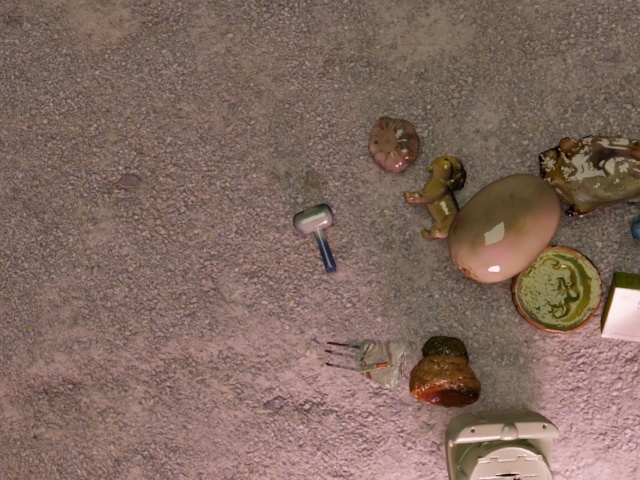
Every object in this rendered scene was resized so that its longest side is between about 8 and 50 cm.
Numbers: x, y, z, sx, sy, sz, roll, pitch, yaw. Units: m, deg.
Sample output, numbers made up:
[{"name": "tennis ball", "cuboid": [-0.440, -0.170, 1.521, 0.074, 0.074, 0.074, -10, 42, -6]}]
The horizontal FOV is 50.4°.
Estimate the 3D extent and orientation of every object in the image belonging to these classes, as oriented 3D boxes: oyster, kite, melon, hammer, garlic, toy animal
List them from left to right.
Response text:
[{"name": "hammer", "cuboid": [0.000, 0.000, 1.904, 0.116, 0.069, 0.194, -20, 83, 8]}, {"name": "kite", "cuboid": [0.119, 0.330, 1.851, 0.229, 0.016, 0.127, 6, 80, 13]}, {"name": "garlic", "cuboid": [0.206, -0.264, 1.879, 0.147, 0.102, 0.159, -49, 63, 16]}, {"name": "toy animal", "cuboid": [0.321, -0.113, 1.824, 0.168, 0.121, 0.233, -12, 84, -8]}, {"name": "melon", "cuboid": [0.456, -0.031, 1.701, 0.317, 0.223, 0.223, -44, 75, -9]}, {"name": "oyster", "cuboid": [0.751, -0.182, 1.749, 0.361, 0.096, 0.221, -13, 74, 10]}]

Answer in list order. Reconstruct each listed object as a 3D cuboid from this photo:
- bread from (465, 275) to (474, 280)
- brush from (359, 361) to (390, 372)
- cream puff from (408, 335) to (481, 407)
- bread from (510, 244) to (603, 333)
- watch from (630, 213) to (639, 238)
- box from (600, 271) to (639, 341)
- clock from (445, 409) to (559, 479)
[{"name": "bread", "cuboid": [0.422, 0.067, 1.814, 0.070, 0.035, 0.083, 1, 88, 13]}, {"name": "brush", "cuboid": [0.146, 0.339, 1.829, 0.083, 0.021, 0.019, -11, 78, 7]}, {"name": "cream puff", "cuboid": [0.322, 0.324, 1.748, 0.183, 0.183, 0.169, 1, 59, 13]}, {"name": "bread", "cuboid": [0.603, 0.122, 1.747, 0.236, 0.070, 0.236, -2, 82, 13]}, {"name": "watch", "cuboid": [0.880, 0.004, 1.656, 0.211, 0.211, 0.193, -24, 88, 8]}, {"name": "box", "cuboid": [0.827, 0.173, 1.639, 0.260, 0.175, 0.062, 7, 42, 14]}, {"name": "clock", "cuboid": [0.446, 0.582, 1.656, 0.265, 0.108, 0.324, -3, 93, -7]}]
